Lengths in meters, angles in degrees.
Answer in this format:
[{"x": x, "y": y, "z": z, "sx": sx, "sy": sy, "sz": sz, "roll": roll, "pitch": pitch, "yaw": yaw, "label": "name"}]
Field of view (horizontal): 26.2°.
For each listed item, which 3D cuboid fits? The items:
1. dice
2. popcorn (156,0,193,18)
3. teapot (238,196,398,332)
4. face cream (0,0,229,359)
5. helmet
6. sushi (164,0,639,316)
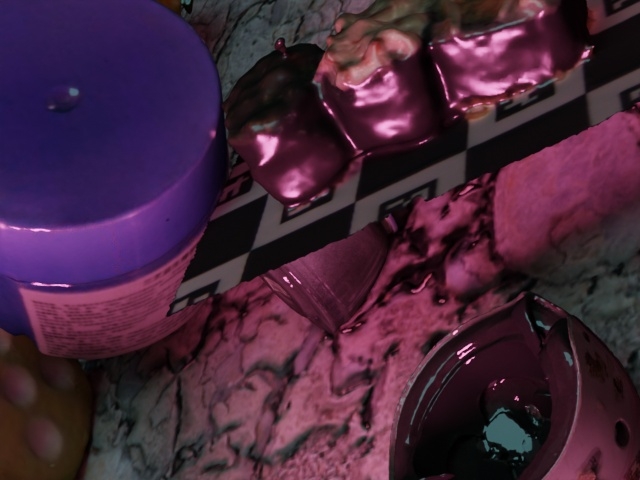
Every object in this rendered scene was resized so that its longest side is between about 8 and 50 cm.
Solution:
[{"x": -0.320, "y": 0.163, "z": 1.229, "sx": 0.166, "sy": 0.169, "sz": 0.169, "roll": -29, "pitch": 41, "yaw": 33, "label": "dice"}, {"x": -0.211, "y": -0.223, "z": 1.456, "sx": 0.170, "sy": 0.180, "sz": 0.180, "roll": -5, "pitch": 47, "yaw": 4, "label": "popcorn"}, {"x": 0.007, "y": 0.006, "z": 1.059, "sx": 0.108, "sy": 0.149, "sz": 0.111, "roll": -43, "pitch": 71, "yaw": -10, "label": "teapot"}, {"x": -0.200, "y": -0.051, "z": 1.144, "sx": 0.249, "sy": 0.225, "sz": 0.249, "roll": 1, "pitch": 56, "yaw": -1, "label": "face cream"}, {"x": 0.122, "y": 0.118, "z": 0.794, "sx": 0.153, "sy": 0.107, "sz": 0.177, "roll": -58, "pitch": 15, "yaw": -1, "label": "helmet"}, {"x": 0.048, "y": -0.129, "z": 0.972, "sx": 0.373, "sy": 0.100, "sz": 0.296, "roll": -24, "pitch": 24, "yaw": 23, "label": "sushi"}]
